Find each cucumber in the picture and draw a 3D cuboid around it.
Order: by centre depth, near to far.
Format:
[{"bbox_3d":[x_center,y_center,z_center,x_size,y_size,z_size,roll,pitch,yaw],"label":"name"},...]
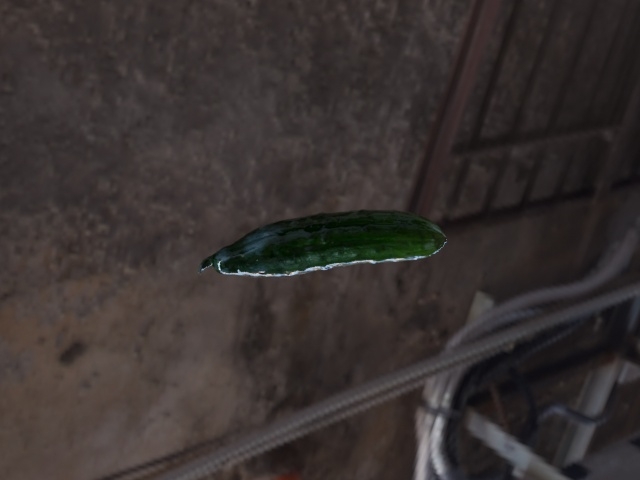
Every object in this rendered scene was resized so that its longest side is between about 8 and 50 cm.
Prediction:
[{"bbox_3d":[0.000,0.000,0.852,0.155,0.037,0.037,-7,-150,1],"label":"cucumber"}]
